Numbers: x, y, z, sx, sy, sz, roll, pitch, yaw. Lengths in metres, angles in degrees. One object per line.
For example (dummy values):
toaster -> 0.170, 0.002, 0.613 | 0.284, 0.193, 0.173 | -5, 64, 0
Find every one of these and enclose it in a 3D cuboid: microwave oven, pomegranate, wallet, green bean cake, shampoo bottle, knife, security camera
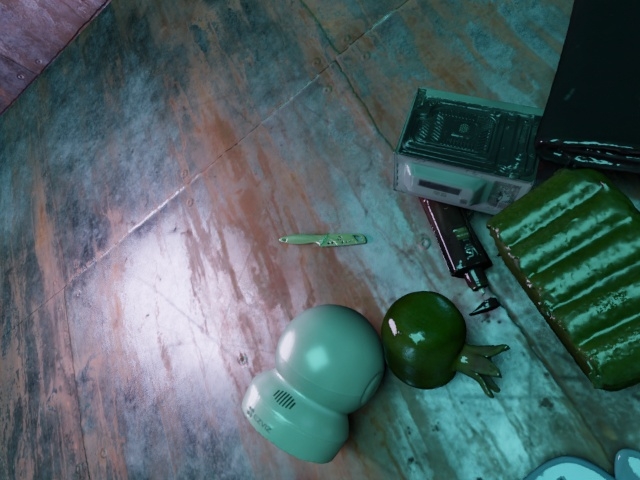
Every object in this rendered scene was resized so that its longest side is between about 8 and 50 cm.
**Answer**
microwave oven -> 0.237, -0.143, 0.741 | 0.208, 0.122, 0.162 | 15, 67, 15
pomegranate -> 0.190, 0.164, 0.709 | 0.191, 0.151, 0.131 | 13, 43, 29
wallet -> 0.474, -0.275, 0.666 | 0.229, 0.062, 0.405 | 12, 66, 27
green bean cake -> 0.349, 0.056, 0.584 | 0.156, 0.250, 0.246 | -35, 59, 17
shampoo bottle -> 0.236, 0.010, 0.775 | 0.068, 0.067, 0.236 | -29, 62, 19
knife -> 0.000, 0.000, 0.947 | 0.207, 0.014, 0.030 | -2, 72, 29
security camera -> 0.000, 0.221, 0.775 | 0.195, 0.195, 0.236 | 27, 86, 34

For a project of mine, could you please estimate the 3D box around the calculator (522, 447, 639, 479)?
calculator -> 0.339, 0.405, 0.602 | 0.302, 0.042, 0.188 | -49, 56, 8
